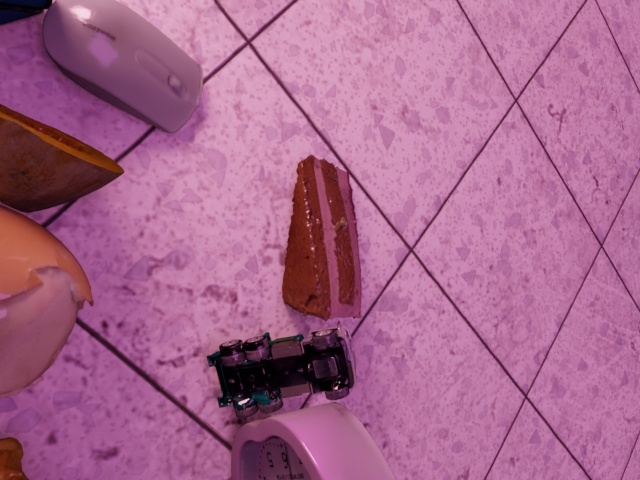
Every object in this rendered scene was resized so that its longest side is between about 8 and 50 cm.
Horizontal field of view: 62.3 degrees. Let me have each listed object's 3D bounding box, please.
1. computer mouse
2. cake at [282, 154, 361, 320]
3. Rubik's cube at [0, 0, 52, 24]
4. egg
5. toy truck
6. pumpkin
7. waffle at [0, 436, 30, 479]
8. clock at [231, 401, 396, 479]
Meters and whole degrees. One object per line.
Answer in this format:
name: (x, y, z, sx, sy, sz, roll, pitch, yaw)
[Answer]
computer mouse: (-0.267, -0.249, 0.744, 0.231, 0.079, 0.128, 23, 78, -34)
cake: (0.000, 0.000, 0.913, 0.116, 0.113, 0.295, 14, 69, -38)
Rubik's cube: (-0.436, -0.364, 0.528, 0.259, 0.260, 0.255, -36, 108, -32)
egg: (-0.381, 0.056, 0.582, 0.244, 0.201, 0.201, 45, 65, -10)
toy truck: (-0.052, 0.185, 0.809, 0.216, 0.116, 0.110, -12, 96, 10)
pumpkin: (-0.353, -0.097, 0.616, 0.217, 0.217, 0.110, 33, 94, -28)
waffle: (-0.419, 0.294, 0.521, 0.291, 0.291, 0.051, 4, 124, -33)
clock: (-0.006, 0.398, 0.737, 0.102, 0.338, 0.338, -6, 91, -35)
